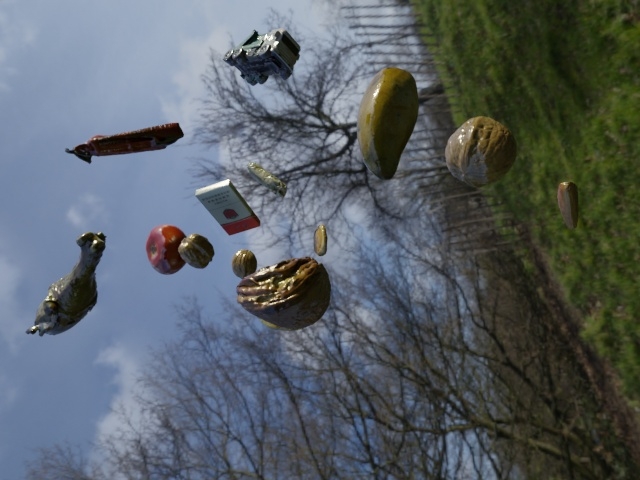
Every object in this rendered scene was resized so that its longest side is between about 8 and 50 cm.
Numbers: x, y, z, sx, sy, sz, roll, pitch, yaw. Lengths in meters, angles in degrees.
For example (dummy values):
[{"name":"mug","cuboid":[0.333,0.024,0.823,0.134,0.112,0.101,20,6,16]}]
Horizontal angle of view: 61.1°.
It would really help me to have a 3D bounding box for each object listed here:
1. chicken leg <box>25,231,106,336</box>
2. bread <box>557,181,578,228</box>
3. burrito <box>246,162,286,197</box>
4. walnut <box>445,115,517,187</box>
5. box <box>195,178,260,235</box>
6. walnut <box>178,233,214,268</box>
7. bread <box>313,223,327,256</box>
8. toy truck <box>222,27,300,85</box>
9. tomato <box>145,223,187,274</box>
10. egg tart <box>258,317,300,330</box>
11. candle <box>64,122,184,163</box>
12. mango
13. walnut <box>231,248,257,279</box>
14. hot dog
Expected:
[{"name":"chicken leg","cuboid":[-0.704,0.125,1.590,0.140,0.361,0.211,34,-170,-15]},{"name":"bread","cuboid":[0.714,-0.099,1.560,0.154,0.054,0.136,-8,-89,-57]},{"name":"burrito","cuboid":[-0.186,-0.210,1.839,0.045,0.188,0.058,-22,-39,-47]},{"name":"walnut","cuboid":[0.514,-0.281,1.748,0.228,0.227,0.228,-10,-90,-71]},{"name":"box","cuboid":[-0.329,-0.114,1.956,0.245,0.139,0.035,59,-160,-47]},{"name":"walnut","cuboid":[-0.321,0.027,1.407,0.096,0.082,0.079,51,-127,-30]},{"name":"bread","cuboid":[0.000,0.000,1.763,0.110,0.024,0.110,178,90,-74]},{"name":"toy truck","cuboid":[-0.150,-0.492,1.423,0.110,0.216,0.116,37,-109,-41]},{"name":"tomato","cuboid":[-0.577,0.034,2.062,0.136,0.195,0.195,-3,-97,-44]},{"name":"egg tart","cuboid":[-0.110,0.221,1.952,0.095,0.278,0.279,86,-172,-50]},{"name":"candle","cuboid":[-0.481,-0.247,1.355,0.301,0.084,0.059,-19,-118,-40]},{"name":"mango","cuboid":[0.183,-0.336,1.544,0.330,0.176,0.175,-66,8,-19]},{"name":"walnut","cuboid":[-0.299,0.096,2.134,0.105,0.105,0.125,-47,-31,-67]},{"name":"hot dog","cuboid":[-0.071,0.119,1.181,0.272,0.196,0.122,46,-154,-71]}]
